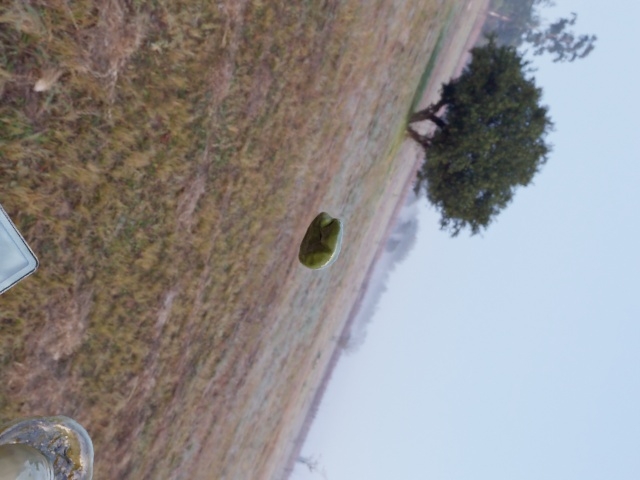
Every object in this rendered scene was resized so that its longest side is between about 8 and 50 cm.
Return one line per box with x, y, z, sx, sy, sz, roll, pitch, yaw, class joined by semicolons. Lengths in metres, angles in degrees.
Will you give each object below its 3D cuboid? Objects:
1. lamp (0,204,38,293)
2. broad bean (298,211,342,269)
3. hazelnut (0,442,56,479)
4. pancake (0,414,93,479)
-0.896;0.034;1.340;0.269;0.047;0.267;-45;123;-39;lamp
0.003;0.001;1.349;0.153;0.072;0.207;-49;-166;22;broad bean
-0.642;0.526;1.041;0.261;0.261;0.241;106;-32;-65;hazelnut
-0.699;0.566;1.308;0.049;0.282;0.282;-20;-140;50;pancake
